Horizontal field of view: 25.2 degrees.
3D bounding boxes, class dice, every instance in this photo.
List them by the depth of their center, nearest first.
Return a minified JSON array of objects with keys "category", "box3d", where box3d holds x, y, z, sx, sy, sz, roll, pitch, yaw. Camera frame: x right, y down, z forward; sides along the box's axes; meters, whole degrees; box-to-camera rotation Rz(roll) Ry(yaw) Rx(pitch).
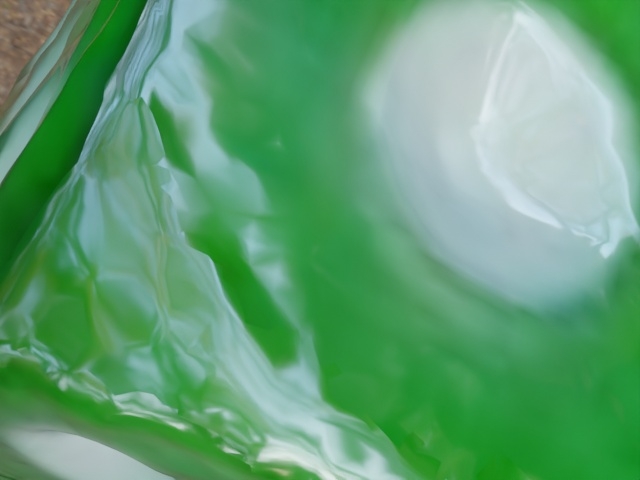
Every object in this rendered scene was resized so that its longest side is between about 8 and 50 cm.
[{"category":"dice","box3d":[0.000,0.000,0.612,0.287,0.300,0.297,30,63,-17]}]
